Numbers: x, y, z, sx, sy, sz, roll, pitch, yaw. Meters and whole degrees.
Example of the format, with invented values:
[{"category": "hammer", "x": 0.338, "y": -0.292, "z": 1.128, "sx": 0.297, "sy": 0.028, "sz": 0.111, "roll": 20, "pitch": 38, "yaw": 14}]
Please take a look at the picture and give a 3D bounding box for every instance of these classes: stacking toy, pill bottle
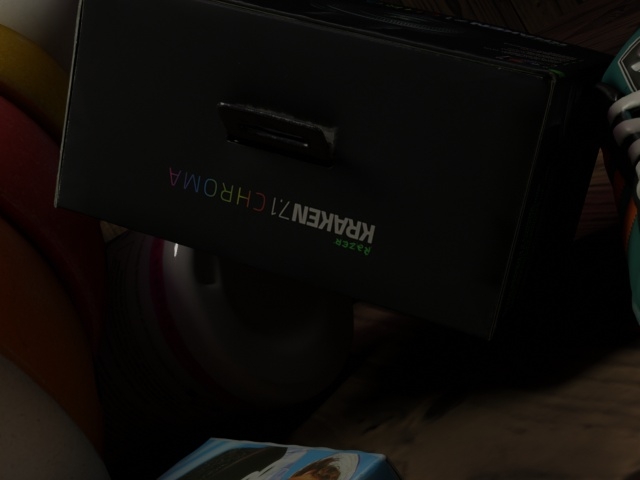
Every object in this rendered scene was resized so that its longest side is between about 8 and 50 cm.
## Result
[{"category": "stacking toy", "x": -0.243, "y": -0.032, "z": 0.686, "sx": 0.351, "sy": 0.350, "sz": 0.480, "roll": -26, "pitch": 36, "yaw": 35}, {"category": "pill bottle", "x": -0.127, "y": 0.075, "z": 0.811, "sx": 0.283, "sy": 0.160, "sz": 0.160, "roll": -26, "pitch": 9, "yaw": 39}]

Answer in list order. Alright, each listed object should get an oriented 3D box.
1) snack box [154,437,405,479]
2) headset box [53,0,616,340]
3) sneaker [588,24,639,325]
[{"category": "snack box", "x": -0.120, "y": 0.191, "z": 0.404, "sx": 0.322, "sy": 0.060, "sz": 0.187, "roll": -35, "pitch": 8, "yaw": -26}, {"category": "headset box", "x": 0.022, "y": -0.065, "z": 0.631, "sx": 0.246, "sy": 0.131, "sz": 0.283, "roll": 17, "pitch": 16, "yaw": 19}, {"category": "sneaker", "x": 0.175, "y": -0.042, "z": 0.516, "sx": 0.108, "sy": 0.121, "sz": 0.302, "roll": -29, "pitch": 8, "yaw": 21}]
